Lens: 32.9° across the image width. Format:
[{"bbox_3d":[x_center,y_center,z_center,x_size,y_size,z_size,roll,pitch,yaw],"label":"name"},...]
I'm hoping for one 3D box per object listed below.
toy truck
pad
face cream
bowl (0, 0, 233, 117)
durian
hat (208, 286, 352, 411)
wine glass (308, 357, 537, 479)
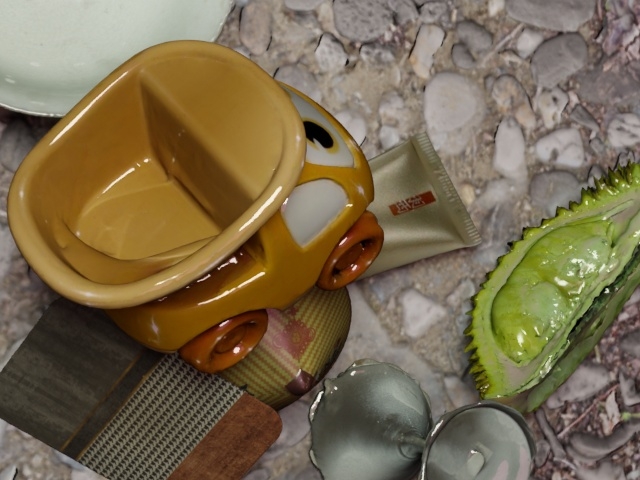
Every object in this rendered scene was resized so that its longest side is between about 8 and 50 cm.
[{"bbox_3d":[-0.095,-0.029,0.906,0.288,0.211,0.204,-37,64,-12],"label":"toy truck"},{"bbox_3d":[-0.219,0.229,1.017,0.250,0.055,0.323,33,94,-18],"label":"pad"},{"bbox_3d":[0.000,0.000,1.095,0.341,0.084,0.137,-22,79,-25],"label":"face cream"},{"bbox_3d":[-0.239,-0.257,0.962,0.313,0.146,0.313,-1,91,-21],"label":"bowl"},{"bbox_3d":[0.276,0.063,1.149,0.158,0.169,0.352,47,73,-14],"label":"durian"},{"bbox_3d":[-0.034,0.118,1.028,0.193,0.082,0.193,-19,131,-23],"label":"hat"},{"bbox_3d":[0.097,0.199,1.045,0.156,0.232,0.156,0,89,-22],"label":"wine glass"}]
